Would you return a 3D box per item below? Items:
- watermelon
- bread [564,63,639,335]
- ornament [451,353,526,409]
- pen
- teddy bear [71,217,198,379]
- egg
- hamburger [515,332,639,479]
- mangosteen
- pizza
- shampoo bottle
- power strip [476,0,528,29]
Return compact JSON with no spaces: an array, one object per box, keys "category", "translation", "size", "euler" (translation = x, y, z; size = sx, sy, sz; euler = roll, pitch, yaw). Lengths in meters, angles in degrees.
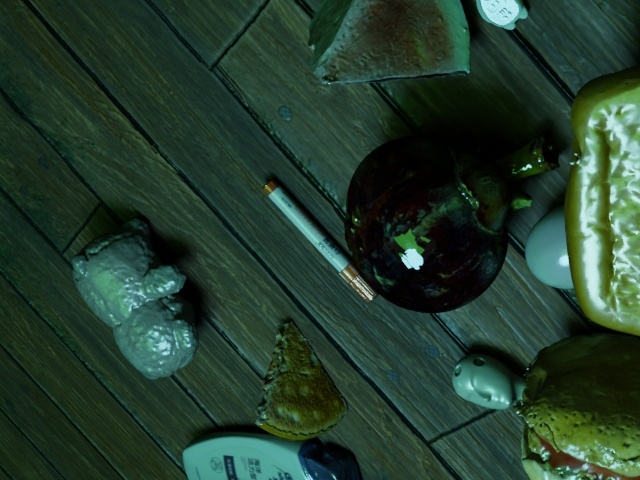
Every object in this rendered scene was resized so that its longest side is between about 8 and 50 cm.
[{"category":"watermelon","translation":[0.076,-0.239,1.202],"size":[0.207,0.202,0.136],"euler":[43,173,7]},{"category":"bread","translation":[0.429,-0.049,1.051],"size":[0.328,0.148,0.336],"euler":[1,115,26]},{"category":"ornament","translation":[0.264,0.212,1.413],"size":[0.156,0.081,0.074],"euler":[18,123,20]},{"category":"pen","translation":[0.000,0.000,1.489],"size":[0.239,0.028,0.028],"euler":[47,134,0]},{"category":"teddy bear","translation":[-0.306,0.103,1.686],"size":[0.267,0.151,0.236],"euler":[49,136,-2]},{"category":"egg","translation":[0.315,0.005,1.219],"size":[0.103,0.103,0.135],"euler":[50,132,-3]},{"category":"hamburger","translation":[0.371,0.243,1.258],"size":[0.245,0.244,0.163],"euler":[13,129,28]},{"category":"mangosteen","translation":[0.170,-0.036,1.245],"size":[0.289,0.231,0.231],"euler":[-23,107,6]},{"category":"pizza","translation":[-0.041,0.233,1.620],"size":[0.053,0.201,0.193],"euler":[-22,65,40]},{"category":"shampoo bottle","translation":[-0.096,0.411,1.797],"size":[0.360,0.078,0.134],"euler":[-4,113,37]},{"category":"power strip","translation":[0.206,-0.286,1.159],"size":[0.083,0.035,0.055],"euler":[38,135,-11]}]
